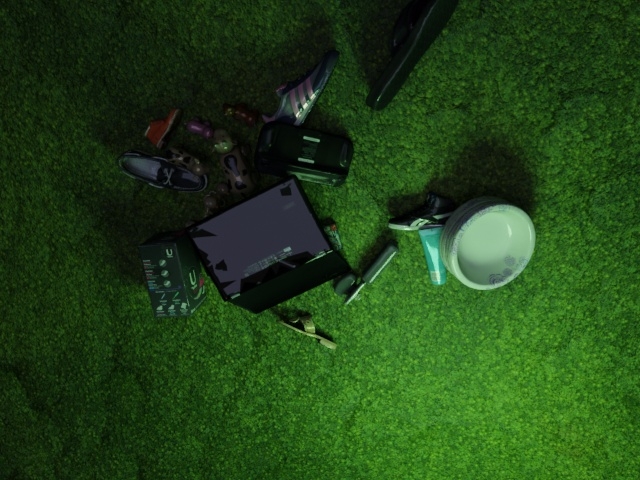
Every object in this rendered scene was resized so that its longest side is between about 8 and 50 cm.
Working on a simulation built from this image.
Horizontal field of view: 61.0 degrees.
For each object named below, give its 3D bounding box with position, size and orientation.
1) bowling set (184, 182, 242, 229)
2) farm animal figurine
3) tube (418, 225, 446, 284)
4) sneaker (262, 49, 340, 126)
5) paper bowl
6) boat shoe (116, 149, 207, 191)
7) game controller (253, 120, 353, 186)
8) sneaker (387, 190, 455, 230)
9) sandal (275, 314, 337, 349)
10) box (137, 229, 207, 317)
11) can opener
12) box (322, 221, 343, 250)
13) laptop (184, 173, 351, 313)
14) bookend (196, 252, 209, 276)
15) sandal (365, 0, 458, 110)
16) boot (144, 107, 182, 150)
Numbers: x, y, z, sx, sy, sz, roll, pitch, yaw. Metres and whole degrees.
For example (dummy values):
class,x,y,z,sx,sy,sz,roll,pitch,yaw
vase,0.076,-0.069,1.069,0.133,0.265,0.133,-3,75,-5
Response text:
class,x,y,z,sx,sy,sz,roll,pitch,yaw
bowling set,-0.325,-0.068,1.754,0.287,0.200,0.154,39,109,24
farm animal figurine,-0.311,-0.271,1.743,0.330,0.172,0.326,-32,101,17
tube,0.375,0.049,1.781,0.080,0.052,0.207,-13,120,2
sneaker,-0.065,-0.466,1.679,0.131,0.112,0.319,33,108,-6
paper bowl,0.507,-0.001,1.696,0.284,0.148,0.284,-5,111,-12
boat shoe,-0.536,-0.226,1.836,0.303,0.091,0.114,13,109,4
game controller,-0.047,-0.268,1.707,0.319,0.067,0.166,8,100,-24
sneaker,0.326,-0.100,1.761,0.217,0.079,0.121,-1,104,0
sandal,-0.039,0.308,1.954,0.240,0.088,0.079,28,78,-8
box,-0.511,0.116,1.902,0.143,0.165,0.270,-5,107,10
can opener,0.156,0.107,1.847,0.093,0.074,0.280,40,108,-7
box,0.000,0.000,1.861,0.137,0.027,0.094,-15,104,13
laptop,-0.152,0.035,1.761,0.382,0.236,0.408,-26,102,7
bookend,-0.348,0.024,1.897,0.156,0.072,0.157,-20,103,13
sandal,0.253,-0.588,1.574,0.107,0.167,0.445,41,109,13
boot,-0.524,-0.386,1.804,0.085,0.059,0.158,39,110,0
